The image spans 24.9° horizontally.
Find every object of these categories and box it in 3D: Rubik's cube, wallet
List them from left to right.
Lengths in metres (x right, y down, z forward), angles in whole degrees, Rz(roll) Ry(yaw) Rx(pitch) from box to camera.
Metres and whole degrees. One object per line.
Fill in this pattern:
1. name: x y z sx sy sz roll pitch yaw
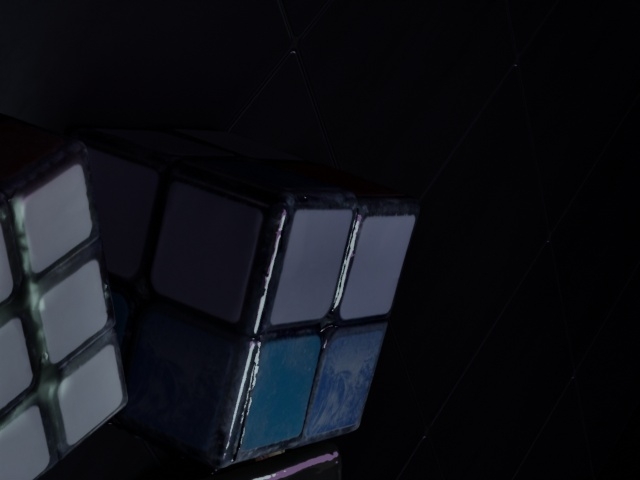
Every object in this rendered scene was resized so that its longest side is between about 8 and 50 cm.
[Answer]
1. Rubik's cube: -0.387 0.064 1.263 0.304 0.305 0.301 -39 139 -40
2. wallet: -0.142 0.401 1.986 0.378 0.051 0.197 -12 120 -26
3. Rubik's cube: -0.113 0.054 1.691 0.313 0.316 0.318 -2 110 -58

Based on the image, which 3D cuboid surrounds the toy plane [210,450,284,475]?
1. toy plane: -0.117 0.348 2.085 0.242 0.104 0.256 -46 149 -44
